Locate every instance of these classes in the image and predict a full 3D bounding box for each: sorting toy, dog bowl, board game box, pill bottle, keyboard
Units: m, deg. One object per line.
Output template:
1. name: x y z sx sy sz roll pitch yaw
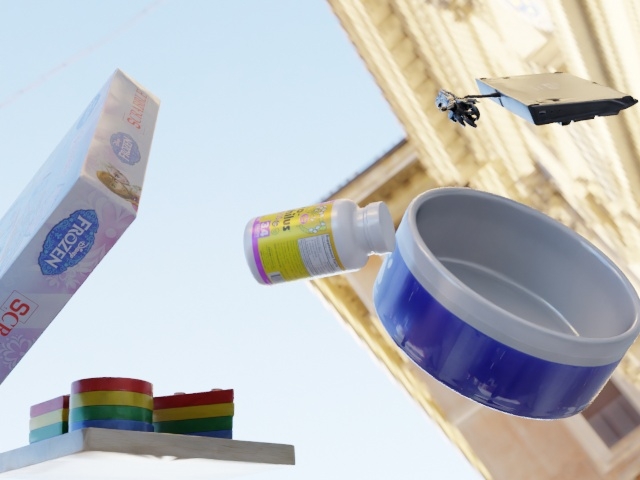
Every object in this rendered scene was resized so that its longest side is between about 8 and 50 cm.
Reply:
1. sorting toy: -0.203 0.216 1.373 0.257 0.089 0.255 12 -21 -35
2. dog bowl: 0.192 0.060 1.260 0.265 0.265 0.104 1 -54 -37
3. board game box: -0.286 0.009 1.223 0.066 0.319 0.318 35 -71 -18
4. pill bottle: 0.000 0.000 0.712 0.083 0.043 0.043 -11 -33 18
5. keyboard: 0.225 -0.161 1.399 0.201 0.317 0.033 -5 -78 -2
